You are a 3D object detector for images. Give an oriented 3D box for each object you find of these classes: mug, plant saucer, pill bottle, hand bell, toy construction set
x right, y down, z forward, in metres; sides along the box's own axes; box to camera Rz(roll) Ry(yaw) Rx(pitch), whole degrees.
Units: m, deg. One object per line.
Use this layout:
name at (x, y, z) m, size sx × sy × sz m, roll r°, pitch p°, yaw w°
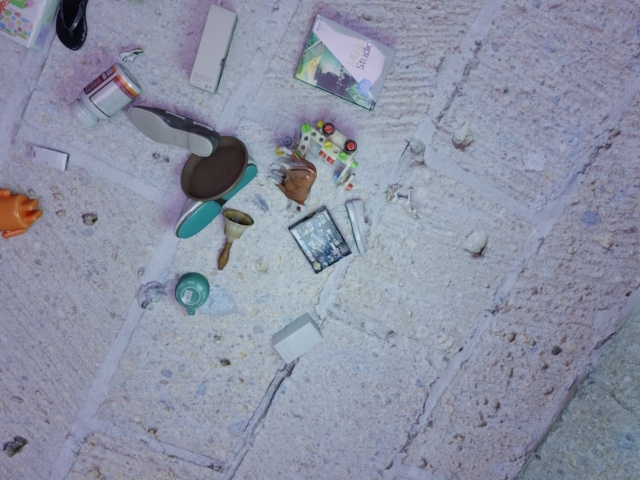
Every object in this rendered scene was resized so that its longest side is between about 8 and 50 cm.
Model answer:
mug at (-0.496, 0.211, 1.807) m, size 0.129 × 0.097 × 0.158 m, roll -28°, pitch 106°, yaw 0°
plant saucer at (-0.375, -0.252, 1.651) m, size 0.277 × 0.278 × 0.041 m, roll -37°, pitch 145°, yaw 2°
pill bottle at (-0.738, -0.494, 1.586) m, size 0.221 × 0.121 × 0.121 m, roll -37°, pitch 106°, yaw 3°
hand bell at (-0.356, 0.012, 1.790) m, size 0.126 × 0.126 × 0.242 m, roll 20°, pitch 113°, yaw -12°
toy construction set at (0.014, -0.313, 1.716) m, size 0.327 × 0.151 × 0.215 m, roll 36°, pitch 97°, yaw -14°

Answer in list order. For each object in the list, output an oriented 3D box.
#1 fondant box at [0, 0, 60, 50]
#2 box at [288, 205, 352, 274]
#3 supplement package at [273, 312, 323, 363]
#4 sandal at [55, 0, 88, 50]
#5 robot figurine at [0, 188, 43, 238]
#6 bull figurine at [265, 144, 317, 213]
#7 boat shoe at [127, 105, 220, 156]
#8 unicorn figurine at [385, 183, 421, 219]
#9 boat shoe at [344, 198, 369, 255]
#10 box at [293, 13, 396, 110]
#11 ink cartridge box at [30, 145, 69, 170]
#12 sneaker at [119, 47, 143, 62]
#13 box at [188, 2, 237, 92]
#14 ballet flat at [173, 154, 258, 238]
fondant box at (-1.038, -0.806, 1.482) m, size 0.330 × 0.096 × 0.239 m, roll 27°, pitch 99°, yaw -12°
box at (0.000, 0.000, 1.845) m, size 0.175 × 0.051 × 0.220 m, roll -31°, pitch 106°, yaw 1°
supplement package at (-0.093, 0.401, 1.906) m, size 0.179 × 0.105 × 0.105 m, roll -34°, pitch 105°, yaw 2°
sandal at (-0.827, -0.770, 1.539) m, size 0.096 × 0.054 × 0.255 m, roll 12°, pitch 102°, yaw -10°
robot figurine at (-1.113, -0.094, 1.633) m, size 0.219 × 0.158 × 0.128 m, roll -6°, pitch 65°, yaw -6°
bull figurine at (-0.101, -0.213, 1.694) m, size 0.188 × 0.310 × 0.101 m, roll 32°, pitch 62°, yaw -2°
boat shoe at (-0.519, -0.400, 1.654) m, size 0.334 × 0.096 × 0.112 m, roll 24°, pitch 133°, yaw 2°
unicorn figurine at (0.337, -0.160, 1.853) m, size 0.161 × 0.060 × 0.111 m, roll 14°, pitch 103°, yaw 6°
boat shoe at (0.162, -0.053, 1.837) m, size 0.075 × 0.083 × 0.227 m, roll -17°, pitch 105°, yaw -2°
box at (0.090, -0.646, 1.692) m, size 0.321 × 0.058 × 0.233 m, roll 19°, pitch 101°, yaw -11°
ink cartridge box at (-0.967, -0.295, 1.653) m, size 0.114 × 0.029 × 0.063 m, roll 15°, pitch 102°, yaw -10°
sneaker at (-0.654, -0.645, 1.610) m, size 0.083 × 0.032 × 0.037 m, roll -15°, pitch 119°, yaw 1°
box at (-0.371, -0.657, 1.601) m, size 0.094 × 0.113 × 0.275 m, roll 18°, pitch 102°, yaw -12°
ballet flat at (-0.405, -0.176, 1.718) m, size 0.400 × 0.139 × 0.139 m, roll -44°, pitch 105°, yaw 1°
